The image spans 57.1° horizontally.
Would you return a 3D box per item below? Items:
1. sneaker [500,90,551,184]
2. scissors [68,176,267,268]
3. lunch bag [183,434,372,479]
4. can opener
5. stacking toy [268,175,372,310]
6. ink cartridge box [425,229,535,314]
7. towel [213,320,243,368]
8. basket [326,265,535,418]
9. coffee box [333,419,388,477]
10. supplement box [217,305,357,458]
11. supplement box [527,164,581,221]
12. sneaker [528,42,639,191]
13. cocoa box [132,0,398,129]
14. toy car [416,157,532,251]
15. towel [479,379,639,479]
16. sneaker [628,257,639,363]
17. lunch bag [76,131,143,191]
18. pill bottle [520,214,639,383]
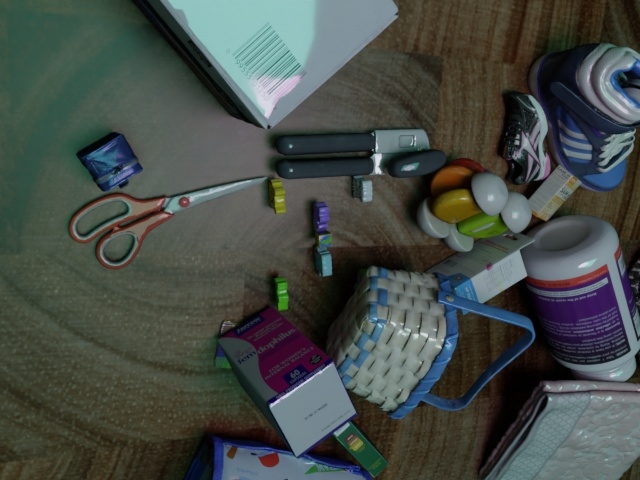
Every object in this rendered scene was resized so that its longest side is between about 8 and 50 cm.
[{"bbox_3d":[0.362,-0.178,1.062,0.077,0.072,0.178,-26,111,-12],"label":"sneaker"},{"bbox_3d":[-0.228,-0.061,0.892,0.297,0.021,0.109,-31,111,-9],"label":"scissors"},{"bbox_3d":[-0.093,0.546,0.984,0.327,0.239,0.386,20,73,-23],"label":"lunch bag"},{"bbox_3d":[0.072,-0.137,0.946,0.283,0.095,0.076,-7,106,-26],"label":"can opener"},{"bbox_3d":[0.000,0.000,0.984,0.167,0.052,0.221,-7,109,-18],"label":"stacking toy"},{"bbox_3d":[0.299,0.052,1.079,0.181,0.104,0.062,-29,113,-12],"label":"ink cartridge box"},{"bbox_3d":[-0.145,0.177,0.994,0.060,0.009,0.083,8,101,-24],"label":"towel"},{"bbox_3d":[0.173,0.174,0.984,0.289,0.201,0.255,24,126,-8],"label":"basket"},{"bbox_3d":[0.038,0.331,1.050,0.040,0.113,0.184,-42,116,-7],"label":"coffee box"},{"bbox_3d":[-0.058,0.209,0.912,0.111,0.220,0.114,-32,117,-18],"label":"supplement box"},{"bbox_3d":[0.437,-0.087,1.106,0.062,0.036,0.098,12,121,-51],"label":"supplement box"},{"bbox_3d":[0.515,-0.196,1.024,0.130,0.236,0.323,-41,114,-6],"label":"sneaker"},{"bbox_3d":[-0.118,-0.350,0.744,0.231,0.228,0.347,-43,115,-5],"label":"cocoa box"},{"bbox_3d":[0.261,-0.071,1.023,0.182,0.159,0.136,24,52,-39],"label":"toy car"},{"bbox_3d":[0.527,0.410,1.198,0.317,0.053,0.332,6,127,-12],"label":"towel"},{"bbox_3d":[0.769,0.150,1.293,0.147,0.129,0.330,-30,117,-27],"label":"sneaker"},{"bbox_3d":[-0.288,-0.106,0.815,0.067,0.098,0.065,-35,116,-15],"label":"lunch bag"},{"bbox_3d":[0.507,0.124,1.137,0.181,0.181,0.323,-31,113,-11],"label":"pill bottle"}]
